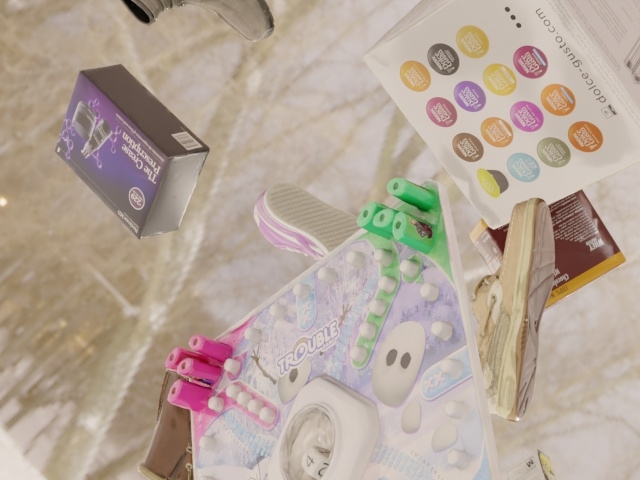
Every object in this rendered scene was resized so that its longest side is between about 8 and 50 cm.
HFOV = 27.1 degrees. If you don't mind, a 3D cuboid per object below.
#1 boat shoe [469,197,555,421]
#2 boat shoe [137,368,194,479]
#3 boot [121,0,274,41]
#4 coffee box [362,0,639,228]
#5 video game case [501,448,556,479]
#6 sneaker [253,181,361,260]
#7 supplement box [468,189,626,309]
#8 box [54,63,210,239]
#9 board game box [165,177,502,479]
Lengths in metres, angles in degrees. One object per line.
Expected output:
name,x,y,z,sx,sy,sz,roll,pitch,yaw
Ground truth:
boat shoe,0.245,0.088,1.775,0.098,0.302,0.109,11,12,27
boat shoe,-0.178,0.275,1.657,0.095,0.095,0.257,19,-61,45
boot,-0.196,-0.340,1.859,0.246,0.161,0.083,45,-35,-1
coffee box,0.339,-0.282,1.978,0.334,0.338,0.337,-27,-75,44
video game case,0.291,0.476,2.106,0.042,0.232,0.210,35,27,-33
sneaker,0.000,-0.001,2.470,0.282,0.102,0.161,38,-24,-6
supplement box,0.402,0.013,2.372,0.194,0.191,0.129,59,-10,9
box,-0.334,-0.157,2.320,0.261,0.103,0.184,43,-51,26
board game box,-0.011,0.187,1.196,0.050,0.390,0.390,22,46,-34
